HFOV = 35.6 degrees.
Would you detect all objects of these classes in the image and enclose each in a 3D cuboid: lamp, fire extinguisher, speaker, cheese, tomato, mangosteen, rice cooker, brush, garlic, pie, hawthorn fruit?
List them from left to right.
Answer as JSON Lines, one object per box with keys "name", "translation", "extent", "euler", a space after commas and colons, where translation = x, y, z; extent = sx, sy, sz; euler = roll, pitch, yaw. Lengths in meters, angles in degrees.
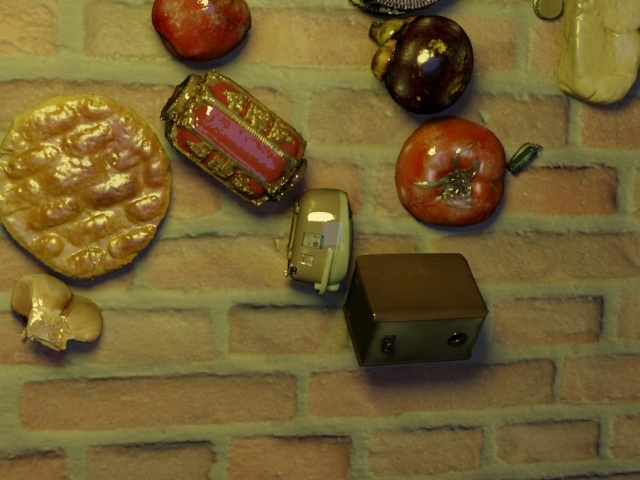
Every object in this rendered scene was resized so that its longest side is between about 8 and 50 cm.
{"name": "garlic", "translation": [-0.485, 0.136, 1.833], "extent": [0.175, 0.099, 0.124], "euler": [28, 74, -22]}
{"name": "pie", "translation": [-0.427, -0.102, 1.803], "extent": [0.340, 0.083, 0.339], "euler": [-2, 100, -12]}
{"name": "hawthorn fruit", "translation": [-0.214, -0.397, 1.755], "extent": [0.173, 0.173, 0.172], "euler": [-3, 102, -14]}
{"name": "lamp", "translation": [-0.155, -0.186, 1.813], "extent": [0.274, 0.177, 0.177], "euler": [37, 90, -16]}
{"name": "rice cooker", "translation": [0.000, 0.000, 1.902], "extent": [0.127, 0.145, 0.206], "euler": [12, 101, -5]}
{"name": "speaker", "translation": [0.180, 0.133, 1.935], "extent": [0.231, 0.192, 0.153], "euler": [-2, 134, -15]}
{"name": "mangosteen", "translation": [0.178, -0.340, 1.874], "extent": [0.217, 0.192, 0.192], "euler": [27, 94, 20]}
{"name": "tomato", "translation": [0.269, -0.128, 1.970], "extent": [0.237, 0.095, 0.236], "euler": [-3, 103, -14]}
{"name": "fire extinguisher", "translation": [0.415, -0.172, 2.036], "extent": [0.083, 0.025, 0.038], "euler": [-41, 85, -4]}
{"name": "brush", "translation": [0.413, -0.560, 1.955], "extent": [0.062, 0.027, 0.266], "euler": [-26, 106, -8]}
{"name": "cheese", "translation": [0.559, -0.403, 1.993], "extent": [0.159, 0.093, 0.262], "euler": [-1, 103, -12]}

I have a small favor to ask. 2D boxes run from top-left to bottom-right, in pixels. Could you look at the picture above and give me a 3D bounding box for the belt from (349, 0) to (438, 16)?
{"name": "belt", "translation": [0.140, -0.581, 1.833], "extent": [0.260, 0.122, 0.324], "euler": [-14, 102, -5]}
